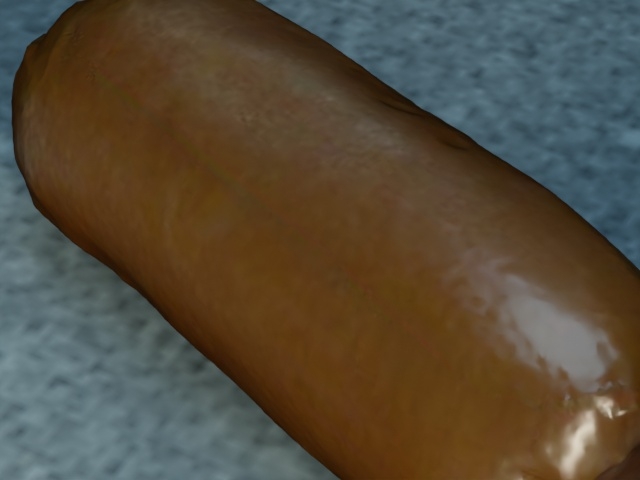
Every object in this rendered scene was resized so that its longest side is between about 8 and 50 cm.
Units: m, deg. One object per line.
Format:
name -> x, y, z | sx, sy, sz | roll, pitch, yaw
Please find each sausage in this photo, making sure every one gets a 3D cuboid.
sausage -> 0.000, 0.000, 0.444 | 0.076, 0.076, 0.197 | -30, 48, -28
